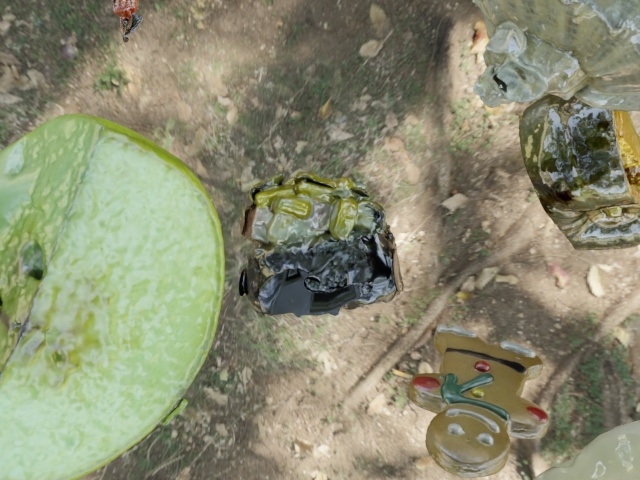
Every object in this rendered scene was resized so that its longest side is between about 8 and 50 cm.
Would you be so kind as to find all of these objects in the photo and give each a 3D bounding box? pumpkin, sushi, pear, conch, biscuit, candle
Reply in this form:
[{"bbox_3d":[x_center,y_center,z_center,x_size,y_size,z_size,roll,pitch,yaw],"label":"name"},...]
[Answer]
[{"bbox_3d":[0.414,-0.117,1.022,0.317,0.139,0.221,29,53,-45],"label":"pumpkin"},{"bbox_3d":[0.000,0.000,1.390,0.328,0.329,0.285,-10,91,17],"label":"sushi"},{"bbox_3d":[-0.280,0.051,0.714,0.239,0.318,0.342,28,80,-47],"label":"pear"},{"bbox_3d":[0.254,-0.215,0.570,0.210,0.159,0.291,50,118,16],"label":"conch"},{"bbox_3d":[0.227,0.219,0.965,0.197,0.301,0.049,11,119,19],"label":"biscuit"},{"bbox_3d":[-0.382,-0.537,1.304,0.084,0.059,0.301,-2,116,-21],"label":"candle"}]

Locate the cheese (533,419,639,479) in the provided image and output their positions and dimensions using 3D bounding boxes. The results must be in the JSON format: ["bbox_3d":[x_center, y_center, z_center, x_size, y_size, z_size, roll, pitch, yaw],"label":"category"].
[{"bbox_3d":[0.304,0.309,0.573,0.115,0.326,0.317,28,83,-24],"label":"cheese"}]
